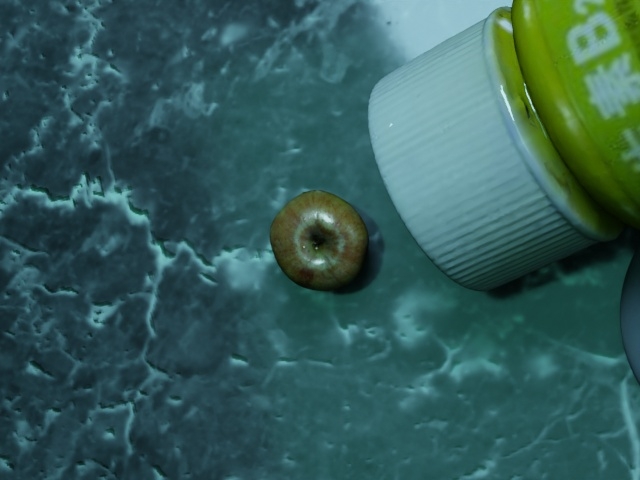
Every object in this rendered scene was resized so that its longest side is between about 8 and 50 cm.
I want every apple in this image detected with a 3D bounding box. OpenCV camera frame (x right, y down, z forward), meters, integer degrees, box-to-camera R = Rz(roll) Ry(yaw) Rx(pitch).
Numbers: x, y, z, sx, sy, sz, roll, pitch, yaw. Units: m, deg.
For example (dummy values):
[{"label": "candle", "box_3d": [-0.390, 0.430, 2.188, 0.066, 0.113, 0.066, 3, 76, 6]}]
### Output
[{"label": "apple", "box_3d": [0.000, 0.000, 1.262, 0.084, 0.071, 0.084, 1, 94, 9]}]

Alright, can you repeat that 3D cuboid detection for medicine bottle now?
[{"label": "medicine bottle", "box_3d": [0.240, -0.122, 1.108, 0.384, 0.224, 0.224, -27, 81, 27]}]

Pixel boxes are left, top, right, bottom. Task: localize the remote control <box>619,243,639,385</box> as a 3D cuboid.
[{"label": "remote control", "box_3d": [0.376, 0.014, 1.165, 0.221, 0.103, 0.332, 42, 96, 20]}]
